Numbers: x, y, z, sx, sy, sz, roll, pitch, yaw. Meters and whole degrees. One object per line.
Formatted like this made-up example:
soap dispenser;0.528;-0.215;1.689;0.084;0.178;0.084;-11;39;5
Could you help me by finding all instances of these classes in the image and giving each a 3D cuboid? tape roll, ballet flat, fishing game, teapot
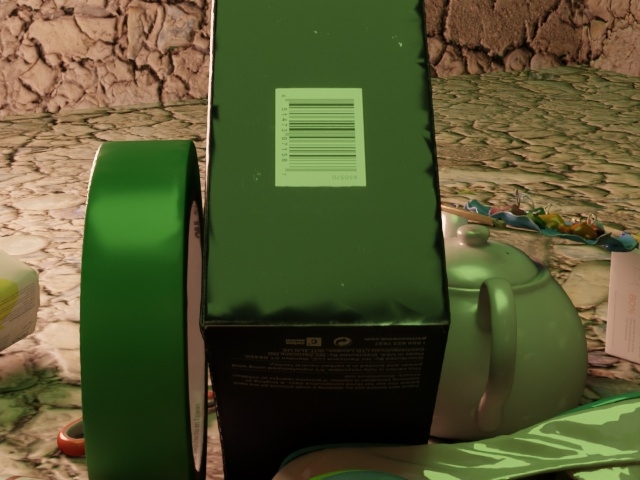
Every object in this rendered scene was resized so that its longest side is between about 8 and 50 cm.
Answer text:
tape roll;-0.138;0.078;1.071;0.077;0.321;0.321;-2;16;-2
ballet flat;0.160;0.211;1.003;0.400;0.139;0.139;-6;17;-6
fishing game;0.243;-0.025;1.366;0.264;0.041;0.189;7;9;-34
teapot;0.154;0.078;1.313;0.256;0.187;0.252;15;23;41

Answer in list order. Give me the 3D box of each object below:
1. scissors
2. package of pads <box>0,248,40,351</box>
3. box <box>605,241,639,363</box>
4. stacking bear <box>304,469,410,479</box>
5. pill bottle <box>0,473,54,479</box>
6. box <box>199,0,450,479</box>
scissors;-0.134;0.162;1.318;0.109;0.021;0.297;9;20;34
package of pads;-0.481;0.049;1.413;0.297;0.101;0.229;28;34;20
box;0.409;0.075;1.417;0.091;0.130;0.170;-15;22;-41
stacking bear;0.003;0.217;0.786;0.164;0.175;0.289;-26;3;-22
pill bottle;-0.187;0.229;0.911;0.216;0.121;0.121;4;17;17
box;0.000;0.000;1.106;0.179;0.312;0.343;0;58;-2
